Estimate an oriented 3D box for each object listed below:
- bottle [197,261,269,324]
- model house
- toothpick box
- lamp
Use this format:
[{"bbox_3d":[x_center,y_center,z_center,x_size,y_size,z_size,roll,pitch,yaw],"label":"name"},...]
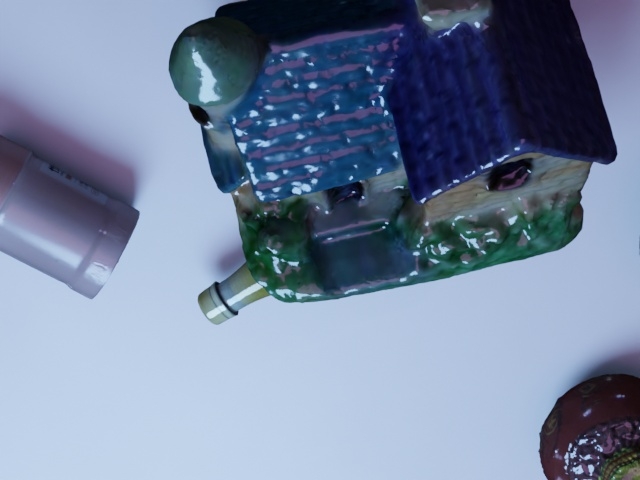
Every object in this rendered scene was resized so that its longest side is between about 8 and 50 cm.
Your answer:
[{"bbox_3d":[0.000,0.000,1.080,0.269,0.083,0.083,-34,111,13],"label":"bottle"},{"bbox_3d":[0.052,-0.107,0.887,0.312,0.280,0.245,-11,75,2],"label":"model house"},{"bbox_3d":[-0.256,-0.021,1.059,0.149,0.098,0.098,29,111,-14],"label":"toothpick box"},{"bbox_3d":[0.304,0.216,1.158,0.156,0.135,0.157,18,115,-8],"label":"lamp"}]
